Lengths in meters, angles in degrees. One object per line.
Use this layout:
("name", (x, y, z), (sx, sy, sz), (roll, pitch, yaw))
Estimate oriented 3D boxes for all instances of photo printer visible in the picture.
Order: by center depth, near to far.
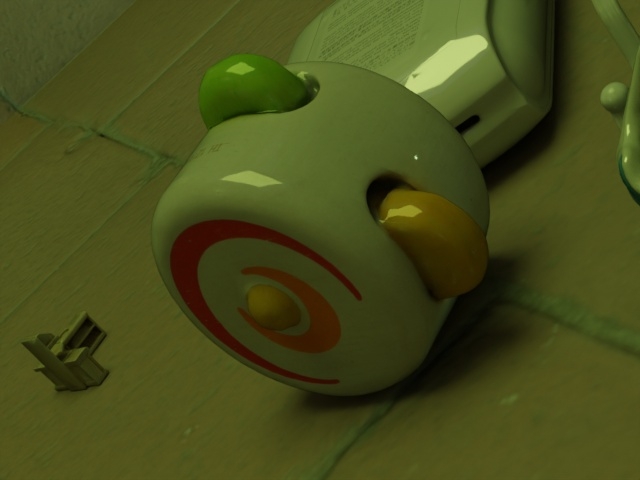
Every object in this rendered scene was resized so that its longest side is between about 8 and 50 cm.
("photo printer", (0.070, -0.131, 1.018), (0.256, 0.107, 0.307), (-30, 25, 28))

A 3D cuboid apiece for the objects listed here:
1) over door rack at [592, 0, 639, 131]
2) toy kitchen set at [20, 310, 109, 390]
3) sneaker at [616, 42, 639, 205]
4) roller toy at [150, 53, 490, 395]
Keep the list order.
("over door rack", (0.294, -0.212, 0.797), (0.239, 0.108, 0.324), (-26, 26, 33))
("toy kitchen set", (-0.231, 0.090, 1.162), (0.083, 0.068, 0.075), (-14, 35, 49))
("sneaker", (0.219, -0.117, 0.639), (0.087, 0.092, 0.229), (18, 95, 34))
("roller toy", (0.000, 0.000, 0.786), (0.146, 0.209, 0.191), (-58, -12, -36))
